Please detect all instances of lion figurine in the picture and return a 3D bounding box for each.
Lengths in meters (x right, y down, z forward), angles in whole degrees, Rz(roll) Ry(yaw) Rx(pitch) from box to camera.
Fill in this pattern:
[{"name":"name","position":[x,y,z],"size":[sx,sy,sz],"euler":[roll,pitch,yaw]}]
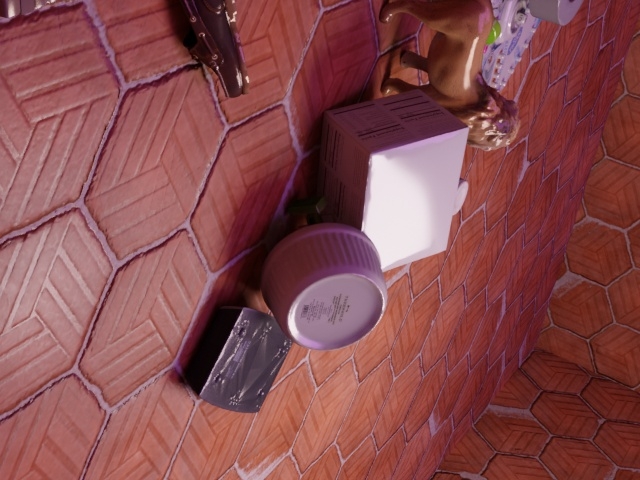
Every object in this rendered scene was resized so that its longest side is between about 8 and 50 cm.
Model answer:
[{"name":"lion figurine","position":[0.232,-0.322,1.776],"size":[0.142,0.240,0.392],"euler":[-54,154,-27]}]

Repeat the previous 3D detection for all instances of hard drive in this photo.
[{"name":"hard drive","position":[-0.132,0.196,1.727],"size":[0.172,0.054,0.254],"euler":[-63,157,-5]}]

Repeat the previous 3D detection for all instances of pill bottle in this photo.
[{"name":"pill bottle","position":[0.221,-0.110,2.088],"size":[0.078,0.137,0.078],"euler":[-49,153,-36]}]

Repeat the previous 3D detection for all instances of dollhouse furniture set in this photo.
[{"name":"dollhouse furniture set","position":[0.000,0.000,1.740],"size":[0.076,0.058,0.152],"euler":[-49,127,-51]}]

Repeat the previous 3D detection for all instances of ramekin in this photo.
[{"name":"ramekin","position":[0.011,0.085,1.686],"size":[0.207,0.109,0.207],"euler":[-9,130,-11]}]

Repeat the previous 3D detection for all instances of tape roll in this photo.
[{"name":"tape roll","position":[0.534,-0.585,2.261],"size":[0.219,0.072,0.219],"euler":[-48,152,-37]}]

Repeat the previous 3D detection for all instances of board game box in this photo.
[{"name":"board game box","position":[0.436,-0.495,2.294],"size":[0.390,0.050,0.390],"euler":[-59,156,-14]}]

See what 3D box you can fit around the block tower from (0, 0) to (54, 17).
[{"name":"block tower","position":[-0.222,-0.310,0.996],"size":[0.335,0.090,0.097],"euler":[-39,145,-46]}]

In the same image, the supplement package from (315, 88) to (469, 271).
[{"name":"supplement package","position":[0.116,-0.096,1.777],"size":[0.204,0.145,0.262],"euler":[-17,133,-28]}]

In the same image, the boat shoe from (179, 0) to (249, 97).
[{"name":"boat shoe","position":[-0.136,-0.256,1.277],"size":[0.073,0.073,0.207],"euler":[-20,139,-8]}]

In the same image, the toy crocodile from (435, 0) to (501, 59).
[{"name":"toy crocodile","position":[0.263,-0.427,1.940],"size":[0.115,0.105,0.341],"euler":[-54,150,-25]}]
